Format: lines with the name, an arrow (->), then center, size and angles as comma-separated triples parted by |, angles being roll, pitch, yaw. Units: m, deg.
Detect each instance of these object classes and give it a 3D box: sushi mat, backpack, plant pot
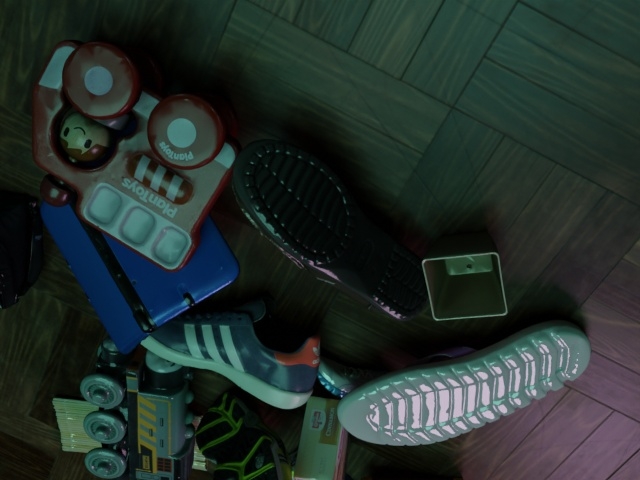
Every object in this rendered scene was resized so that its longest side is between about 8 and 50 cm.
sushi mat -> -0.377, 0.387, 1.549 | 0.317, 0.019, 0.151 | 5, 120, 10
backpack -> -0.548, 0.022, 1.307 | 0.115, 0.152, 0.181 | 20, 128, 20
plant pot -> 0.217, 0.044, 1.158 | 0.109, 0.096, 0.109 | -7, 120, 16

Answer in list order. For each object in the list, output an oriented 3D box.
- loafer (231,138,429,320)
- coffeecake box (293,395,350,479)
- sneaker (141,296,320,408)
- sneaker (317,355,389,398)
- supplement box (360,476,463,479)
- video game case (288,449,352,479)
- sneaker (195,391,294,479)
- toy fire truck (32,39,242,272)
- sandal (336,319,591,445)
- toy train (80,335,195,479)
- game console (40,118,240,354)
loafer -> 0.000, 0.000, 1.128 | 0.366, 0.133, 0.130 | 43, 158, -25
coffeecake box -> 0.006, 0.374, 1.342 | 0.068, 0.142, 0.185 | 6, 147, 9
sneaker -> -0.159, 0.146, 1.306 | 0.350, 0.131, 0.148 | 21, 102, 7
sneaker -> 0.074, 0.243, 1.339 | 0.191, 0.071, 0.083 | 35, 108, -12
supplement box -> 0.168, 0.549, 1.413 | 0.194, 0.129, 0.191 | 2, 109, -3
video game case -> -0.019, 0.551, 1.541 | 0.244, 0.061, 0.269 | -37, 107, 30
sneaker -> -0.096, 0.388, 1.307 | 0.147, 0.384, 0.145 | 38, 95, -24
toy fire truck -> -0.269, -0.125, 1.081 | 0.302, 0.169, 0.253 | 31, 100, -5
sandal -> 0.230, 0.227, 1.269 | 0.417, 0.102, 0.169 | -18, 122, 6
toy train -> -0.323, 0.315, 1.411 | 0.190, 0.142, 0.333 | 7, 121, 0
game console -> -0.295, 0.000, 1.230 | 0.250, 0.173, 0.293 | -31, 86, -5
